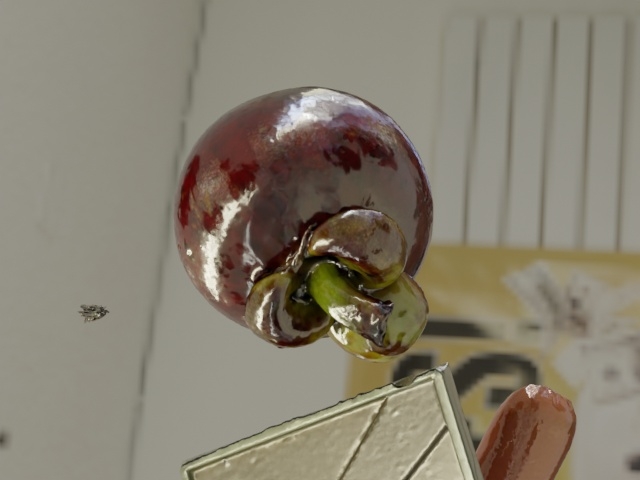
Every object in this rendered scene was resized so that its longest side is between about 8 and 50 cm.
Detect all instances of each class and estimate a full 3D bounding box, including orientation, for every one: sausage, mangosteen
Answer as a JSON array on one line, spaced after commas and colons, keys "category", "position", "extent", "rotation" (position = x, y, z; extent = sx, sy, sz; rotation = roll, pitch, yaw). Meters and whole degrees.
[{"category": "sausage", "position": [0.164, 0.220, 1.688], "extent": [0.194, 0.077, 0.077], "rotation": [-64, -12, -1]}, {"category": "mangosteen", "position": [0.000, 0.000, 1.523], "extent": [0.215, 0.215, 0.257], "rotation": [81, 162, -48]}]

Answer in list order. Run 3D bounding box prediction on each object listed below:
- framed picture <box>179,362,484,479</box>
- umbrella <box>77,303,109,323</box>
[{"category": "framed picture", "position": [0.017, 0.240, 1.526], "extent": [0.020, 0.289, 0.211], "rotation": [-3, -108, -53]}, {"category": "umbrella", "position": [-0.236, 0.075, 1.989], "extent": [0.083, 0.031, 0.020], "rotation": [161, 109, -73]}]
